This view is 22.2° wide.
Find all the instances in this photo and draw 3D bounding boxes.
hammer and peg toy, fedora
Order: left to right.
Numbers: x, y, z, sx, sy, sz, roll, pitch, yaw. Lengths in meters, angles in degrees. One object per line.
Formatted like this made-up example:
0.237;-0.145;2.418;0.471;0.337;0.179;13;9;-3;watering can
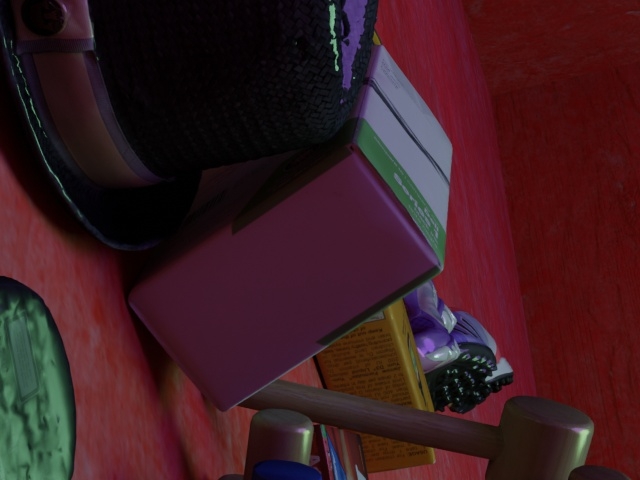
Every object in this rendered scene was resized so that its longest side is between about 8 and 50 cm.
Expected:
-0.053;-0.161;0.840;0.334;0.153;0.334;-1;90;-76;fedora
0.046;0.181;0.891;0.361;0.266;0.127;-52;151;-77;hammer and peg toy

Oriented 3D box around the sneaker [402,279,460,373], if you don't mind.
0.073;0.070;1.555;0.236;0.095;0.104;-72;141;-79;sneaker

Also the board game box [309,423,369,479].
0.030;0.283;1.234;0.145;0.027;0.281;39;39;-75;board game box

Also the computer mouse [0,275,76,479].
-0.161;0.044;0.459;0.262;0.060;0.184;-47;128;-63;computer mouse

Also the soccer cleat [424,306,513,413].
0.137;0.125;1.821;0.116;0.109;0.318;57;9;14;soccer cleat

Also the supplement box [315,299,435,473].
0.035;0.082;1.361;0.078;0.080;0.233;-82;155;-60;supplement box

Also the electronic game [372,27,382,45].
0.073;-0.142;1.884;0.229;0.048;0.229;-12;90;-80;electronic game

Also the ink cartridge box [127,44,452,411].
-0.009;-0.016;0.977;0.092;0.160;0.219;52;18;-13;ink cartridge box
